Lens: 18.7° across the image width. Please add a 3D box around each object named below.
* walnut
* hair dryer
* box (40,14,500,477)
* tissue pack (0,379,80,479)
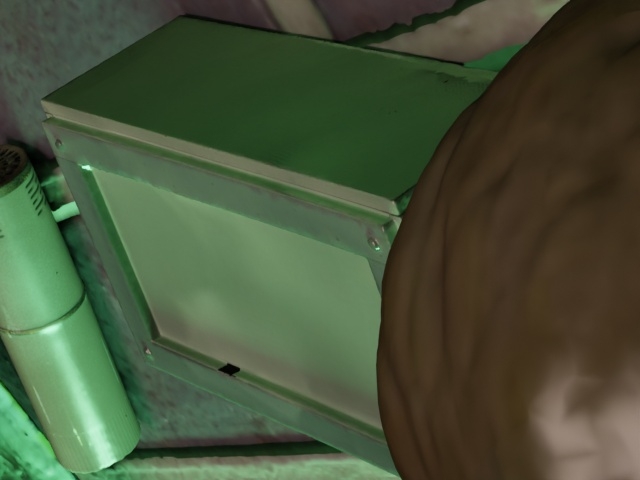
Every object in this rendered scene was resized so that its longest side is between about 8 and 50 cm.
[{"bbox_3d":[0.134,0.041,0.428,0.248,0.248,0.248,38,149,28],"label":"walnut"},{"bbox_3d":[-0.204,0.018,1.123,0.220,0.054,0.195,23,140,47],"label":"hair dryer"},{"bbox_3d":[0.000,0.000,0.743,0.225,0.086,0.129,17,136,50],"label":"box"},{"bbox_3d":[-0.323,0.147,1.192,0.311,0.128,0.228,-12,125,35],"label":"tissue pack"}]
